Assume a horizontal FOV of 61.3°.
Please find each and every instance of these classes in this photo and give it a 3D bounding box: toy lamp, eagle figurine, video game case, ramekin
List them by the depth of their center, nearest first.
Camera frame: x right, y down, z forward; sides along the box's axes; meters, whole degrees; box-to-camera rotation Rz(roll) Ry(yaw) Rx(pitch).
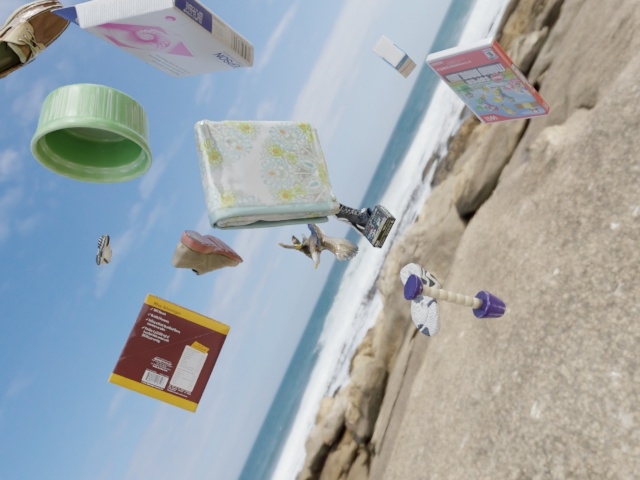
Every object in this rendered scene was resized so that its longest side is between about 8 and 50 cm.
[{"bbox_3d":[0.431,-0.400,1.392,0.204,0.285,0.025,6,68,54],"label":"video game case"},{"bbox_3d":[0.358,0.151,1.418,0.080,0.275,0.080,-165,90,-74],"label":"toy lamp"},{"bbox_3d":[-0.617,-0.291,1.482,0.303,0.303,0.148,110,157,-66],"label":"ramekin"},{"bbox_3d":[0.002,0.011,2.300,0.226,0.225,0.298,-22,-3,-37],"label":"eagle figurine"}]

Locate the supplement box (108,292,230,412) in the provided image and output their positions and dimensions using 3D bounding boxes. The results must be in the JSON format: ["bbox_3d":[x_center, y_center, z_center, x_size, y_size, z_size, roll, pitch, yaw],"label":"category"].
[{"bbox_3d":[-0.327,0.241,1.183,0.194,0.191,0.129,-68,11,-12],"label":"supplement box"}]

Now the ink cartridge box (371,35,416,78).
[{"bbox_3d":[0.206,-0.506,1.497,0.052,0.088,0.122,-52,-17,18],"label":"ink cartridge box"}]

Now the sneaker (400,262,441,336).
[{"bbox_3d":[0.346,0.189,1.718,0.094,0.235,0.153,-37,-28,30],"label":"sneaker"}]

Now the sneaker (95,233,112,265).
[{"bbox_3d":[-0.685,0.029,1.723,0.044,0.040,0.109,-5,-58,-48],"label":"sneaker"}]

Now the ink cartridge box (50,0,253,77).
[{"bbox_3d":[-0.376,-0.465,1.255,0.324,0.330,0.071,8,-100,-67],"label":"ink cartridge box"}]

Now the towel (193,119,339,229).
[{"bbox_3d":[-0.151,-0.192,1.527,0.090,0.375,0.320,125,136,-56],"label":"towel"}]

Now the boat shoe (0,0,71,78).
[{"bbox_3d":[-0.823,-0.531,1.477,0.324,0.120,0.122,-39,-33,-9],"label":"boat shoe"}]

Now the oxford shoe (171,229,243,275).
[{"bbox_3d":[-0.392,0.057,1.864,0.130,0.123,0.348,-55,-26,4],"label":"oxford shoe"}]

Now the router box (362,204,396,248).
[{"bbox_3d":[0.198,-0.048,1.831,0.122,0.038,0.092,-66,31,23],"label":"router box"}]

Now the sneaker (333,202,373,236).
[{"bbox_3d":[0.141,-0.117,2.225,0.121,0.217,0.079,-47,12,48],"label":"sneaker"}]
